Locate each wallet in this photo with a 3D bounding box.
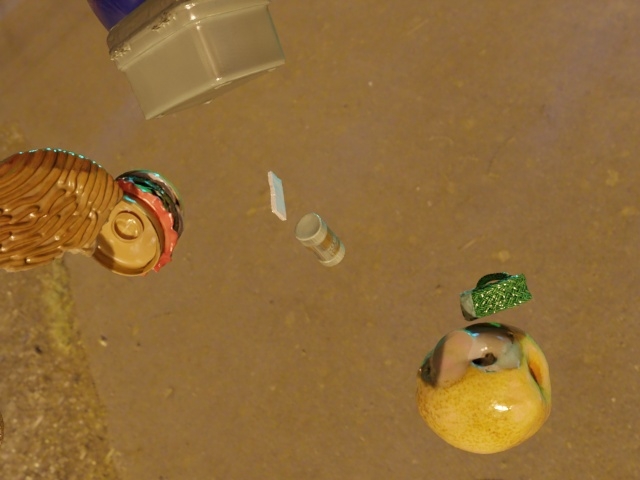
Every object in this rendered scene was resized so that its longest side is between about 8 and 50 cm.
[{"bbox_3d":[-0.075,-0.078,1.406,0.011,0.044,0.083,-18,62,19],"label":"wallet"}]

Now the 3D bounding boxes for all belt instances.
[{"bbox_3d":[0.345,0.106,1.611,0.121,0.079,0.151,-13,-10,-43],"label":"belt"}]

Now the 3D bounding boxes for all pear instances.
[{"bbox_3d":[0.321,0.292,1.590,0.271,0.271,0.271,-27,36,22],"label":"pear"}]

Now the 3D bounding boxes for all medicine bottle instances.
[{"bbox_3d":[0.000,0.000,1.190,0.047,0.083,0.047,-16,54,22],"label":"medicine bottle"}]

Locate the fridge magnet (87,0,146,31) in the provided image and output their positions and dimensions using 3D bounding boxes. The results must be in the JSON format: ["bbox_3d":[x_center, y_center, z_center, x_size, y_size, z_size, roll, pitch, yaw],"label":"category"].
[{"bbox_3d":[-0.352,-0.474,1.460,0.265,0.265,0.112,2,32,47],"label":"fridge magnet"}]

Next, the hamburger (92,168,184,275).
[{"bbox_3d":[-0.295,-0.035,1.296,0.175,0.175,0.137,-23,19,27],"label":"hamburger"}]

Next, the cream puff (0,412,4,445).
[{"bbox_3d":[-0.415,0.206,0.878,0.119,0.133,0.104,15,25,5],"label":"cream puff"}]

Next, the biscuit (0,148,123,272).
[{"bbox_3d":[-0.343,-0.021,0.976,0.031,0.176,0.228,4,50,42],"label":"biscuit"}]

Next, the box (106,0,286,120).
[{"bbox_3d":[-0.153,-0.237,0.980,0.148,0.129,0.210,-27,10,-39],"label":"box"}]
